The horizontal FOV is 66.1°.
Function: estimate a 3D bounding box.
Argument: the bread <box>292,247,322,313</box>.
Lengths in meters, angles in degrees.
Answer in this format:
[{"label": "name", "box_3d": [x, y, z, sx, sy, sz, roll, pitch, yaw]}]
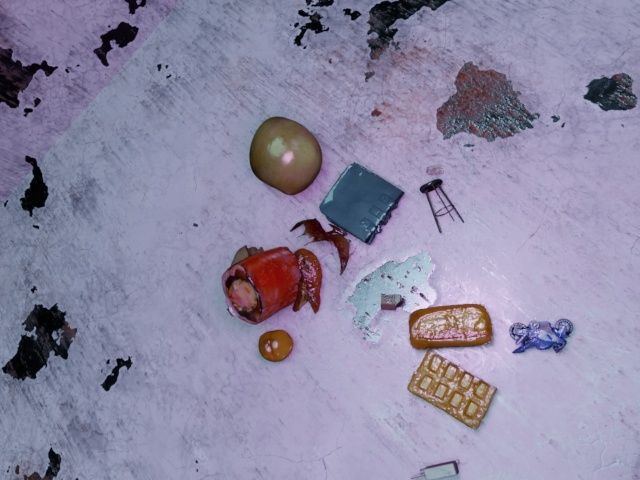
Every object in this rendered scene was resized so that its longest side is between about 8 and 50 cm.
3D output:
[{"label": "bread", "box_3d": [-0.062, 0.164, 2.012, 0.139, 0.095, 0.268, -6, 78, 27]}]

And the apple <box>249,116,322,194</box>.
[{"label": "apple", "box_3d": [-0.153, -0.346, 2.069, 0.319, 0.319, 0.277, 27, 79, 25]}]

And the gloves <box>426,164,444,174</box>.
[{"label": "gloves", "box_3d": [0.452, -0.282, 1.963, 0.081, 0.037, 0.044, 15, 118, 9]}]

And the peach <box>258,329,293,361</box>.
[{"label": "peach", "box_3d": [-0.180, 0.421, 1.967, 0.138, 0.138, 0.138, -6, 74, 20]}]

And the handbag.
[{"label": "handbag", "box_3d": [0.165, -0.147, 2.011, 0.274, 0.100, 0.268, 31, 85, 25]}]

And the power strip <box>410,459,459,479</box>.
[{"label": "power strip", "box_3d": [0.389, 0.788, 1.674, 0.175, 0.075, 0.042, -21, 69, 16]}]

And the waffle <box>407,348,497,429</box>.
[{"label": "waffle", "box_3d": [0.459, 0.519, 1.730, 0.274, 0.057, 0.168, 26, 87, 25]}]

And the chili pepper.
[{"label": "chili pepper", "box_3d": [-0.199, 0.166, 1.906, 0.229, 0.305, 0.251, -18, 92, 49]}]

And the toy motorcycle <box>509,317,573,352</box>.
[{"label": "toy motorcycle", "box_3d": [0.749, 0.327, 1.667, 0.205, 0.076, 0.114, -9, 79, 19]}]

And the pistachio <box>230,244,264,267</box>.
[{"label": "pistachio", "box_3d": [-0.307, 0.163, 2.073, 0.162, 0.181, 0.293, 5, 78, -16]}]

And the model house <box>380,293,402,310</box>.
[{"label": "model house", "box_3d": [0.272, 0.237, 1.882, 0.083, 0.057, 0.058, 2, 72, 20]}]

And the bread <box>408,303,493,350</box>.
[{"label": "bread", "box_3d": [0.461, 0.308, 1.756, 0.288, 0.119, 0.152, -8, 77, 19]}]

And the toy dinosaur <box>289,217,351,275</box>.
[{"label": "toy dinosaur", "box_3d": [-0.010, 0.000, 2.018, 0.327, 0.206, 0.113, 19, 122, 19]}]

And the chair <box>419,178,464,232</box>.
[{"label": "chair", "box_3d": [0.461, -0.151, 1.893, 0.104, 0.095, 0.221, -24, 67, 1]}]
